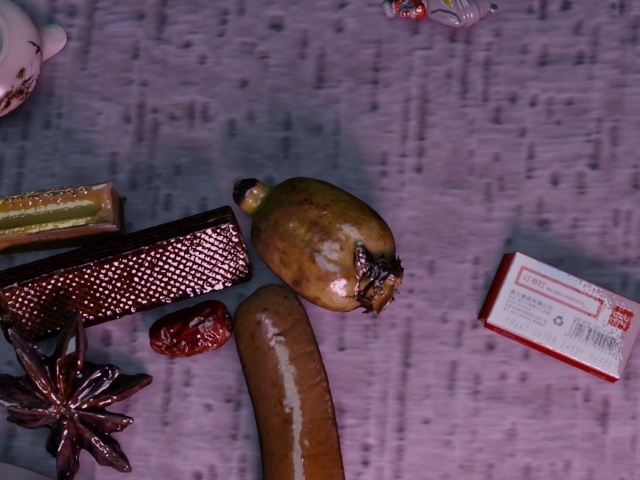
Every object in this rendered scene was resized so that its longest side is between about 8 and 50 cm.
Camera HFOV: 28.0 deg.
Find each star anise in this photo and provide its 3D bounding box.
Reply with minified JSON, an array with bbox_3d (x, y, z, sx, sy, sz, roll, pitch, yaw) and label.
[{"bbox_3d":[-0.373,0.232,1.876,0.212,0.129,0.282,-38,115,5],"label":"star anise"}]

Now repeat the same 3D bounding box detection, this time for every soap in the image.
[{"bbox_3d":[-0.410,-0.027,1.928,0.233,0.135,0.076,-9,80,0],"label":"soap"}]

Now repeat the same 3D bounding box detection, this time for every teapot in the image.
[{"bbox_3d":[-0.549,-0.272,1.980,0.300,0.166,0.208,-28,88,4],"label":"teapot"}]

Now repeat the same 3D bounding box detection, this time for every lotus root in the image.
[{"bbox_3d":[0.000,0.000,1.912,0.314,0.141,0.169,37,80,17],"label":"lotus root"}]

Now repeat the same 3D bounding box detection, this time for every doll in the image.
[{"bbox_3d":[0.188,-0.369,2.012,0.180,0.079,0.094,3,48,8],"label":"doll"}]

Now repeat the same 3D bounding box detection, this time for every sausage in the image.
[{"bbox_3d":[-0.035,0.307,1.863,0.136,0.123,0.500,-12,80,16],"label":"sausage"}]

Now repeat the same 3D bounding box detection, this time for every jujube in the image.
[{"bbox_3d":[-0.195,0.135,1.925,0.129,0.077,0.077,-16,80,6],"label":"jujube"}]

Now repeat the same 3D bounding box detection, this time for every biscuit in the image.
[{"bbox_3d":[-0.299,0.053,1.922,0.388,0.073,0.107,-16,116,-2],"label":"biscuit"}]

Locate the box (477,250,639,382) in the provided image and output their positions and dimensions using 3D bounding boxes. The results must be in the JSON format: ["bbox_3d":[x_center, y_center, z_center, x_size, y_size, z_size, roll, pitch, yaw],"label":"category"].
[{"bbox_3d":[0.362,0.113,1.927,0.229,0.050,0.123,23,79,6],"label":"box"}]

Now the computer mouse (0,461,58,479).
[{"bbox_3d":[-0.402,0.419,1.843,0.297,0.121,0.184,12,106,29],"label":"computer mouse"}]
